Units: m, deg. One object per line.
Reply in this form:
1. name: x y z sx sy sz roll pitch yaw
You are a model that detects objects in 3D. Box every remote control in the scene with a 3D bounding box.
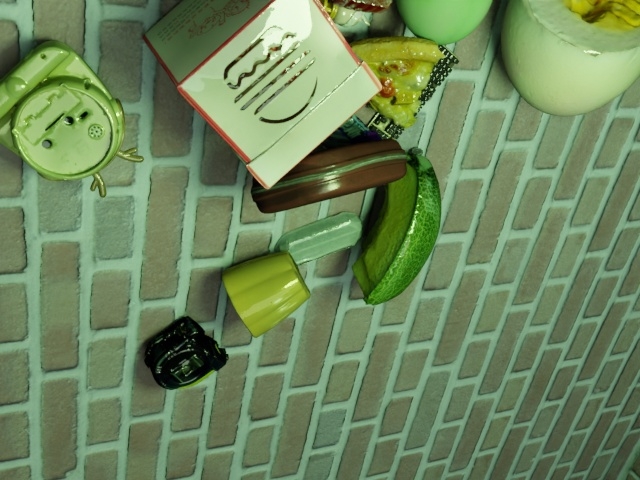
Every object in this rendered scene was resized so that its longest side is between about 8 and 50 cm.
1. remote control: 0.000 0.000 2.010 0.247 0.052 0.104 -21 129 -9

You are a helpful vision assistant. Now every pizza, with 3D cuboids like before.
1. pizza: 0.175 -0.352 1.751 0.280 0.075 0.287 -3 143 25

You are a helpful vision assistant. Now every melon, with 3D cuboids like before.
1. melon: 0.213 -0.041 1.975 0.331 0.226 0.343 -31 158 -55

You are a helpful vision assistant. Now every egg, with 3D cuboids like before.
1. egg: 0.269 -0.556 1.637 0.220 0.220 0.269 -23 140 -12
2. egg: 0.599 -0.459 1.821 0.354 0.354 0.340 -20 153 -14

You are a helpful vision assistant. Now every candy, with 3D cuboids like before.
1. candy: 0.030 -0.293 1.802 0.145 0.070 0.275 -29 134 11

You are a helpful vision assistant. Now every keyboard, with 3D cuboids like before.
1. keyboard: 0.222 -0.349 1.891 0.106 0.027 0.317 28 106 -38

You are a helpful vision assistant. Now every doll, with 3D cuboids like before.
1. doll: 0.057 -0.512 1.657 0.127 0.073 0.084 7 108 -27

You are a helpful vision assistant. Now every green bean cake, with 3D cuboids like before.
1. green bean cake: 0.085 -0.558 1.612 0.136 0.056 0.135 4 85 -26

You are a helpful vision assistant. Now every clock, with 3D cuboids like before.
1. clock: -0.504 -0.224 1.515 0.235 0.096 0.308 -42 119 4

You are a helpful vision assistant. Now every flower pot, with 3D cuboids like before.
1. flower pot: -0.130 0.125 1.922 0.179 0.195 0.195 -27 132 2

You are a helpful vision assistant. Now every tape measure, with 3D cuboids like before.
1. tape measure: -0.363 0.315 2.006 0.186 0.112 0.199 -36 131 2

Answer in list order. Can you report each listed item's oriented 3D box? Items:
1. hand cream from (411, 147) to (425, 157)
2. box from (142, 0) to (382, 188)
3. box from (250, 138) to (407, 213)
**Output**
1. hand cream: 0.258 -0.161 2.036 0.067 0.042 0.194 -21 134 -19
2. box: -0.124 -0.355 1.515 0.314 0.312 0.300 -41 130 3
3. box: 0.026 -0.148 1.689 0.404 0.263 0.108 -19 95 -56
